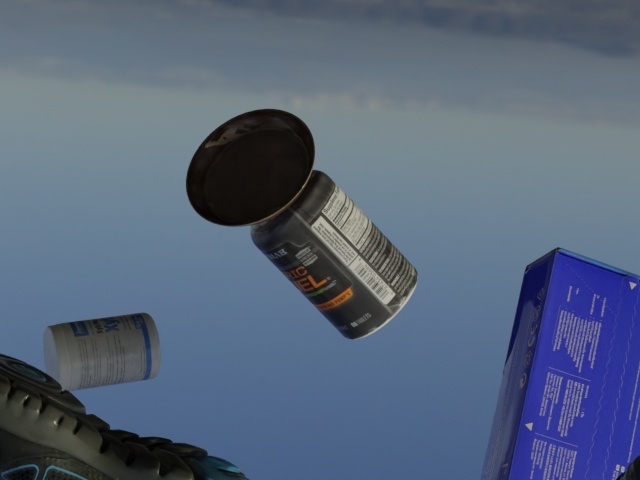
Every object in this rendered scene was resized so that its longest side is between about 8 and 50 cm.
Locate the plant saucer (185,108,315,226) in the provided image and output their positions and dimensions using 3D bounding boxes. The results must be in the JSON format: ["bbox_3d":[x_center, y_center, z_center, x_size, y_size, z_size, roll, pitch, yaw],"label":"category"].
[{"bbox_3d":[-0.080,-0.082,2.052,0.168,0.168,0.029,7,151,29],"label":"plant saucer"}]

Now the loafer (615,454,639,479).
[{"bbox_3d":[0.273,0.211,1.043,0.223,0.078,0.076,33,-132,21],"label":"loafer"}]

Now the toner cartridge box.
[{"bbox_3d":[0.241,0.197,1.572,0.165,0.348,0.075,20,160,-13],"label":"toner cartridge box"}]

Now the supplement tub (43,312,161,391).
[{"bbox_3d":[-0.220,0.113,1.726,0.107,0.071,0.071,-7,-171,-22],"label":"supplement tub"}]

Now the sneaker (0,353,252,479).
[{"bbox_3d":[-0.221,0.188,1.359,0.340,0.140,0.125,27,-175,7],"label":"sneaker"}]

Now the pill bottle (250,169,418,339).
[{"bbox_3d":[0.000,0.000,2.168,0.246,0.130,0.130,46,172,-17],"label":"pill bottle"}]
